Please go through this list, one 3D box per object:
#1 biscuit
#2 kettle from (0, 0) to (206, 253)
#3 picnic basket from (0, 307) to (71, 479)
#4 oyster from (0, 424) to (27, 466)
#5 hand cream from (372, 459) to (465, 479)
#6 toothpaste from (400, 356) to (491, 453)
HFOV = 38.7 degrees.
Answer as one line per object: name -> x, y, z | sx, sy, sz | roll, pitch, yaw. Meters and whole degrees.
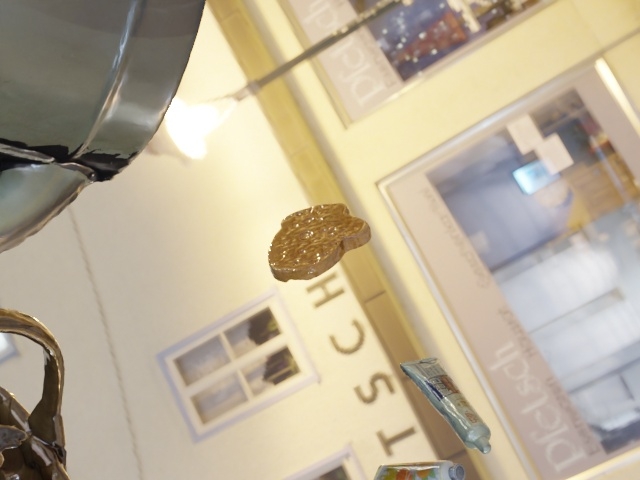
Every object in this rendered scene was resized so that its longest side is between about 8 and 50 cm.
biscuit -> 0.000, 0.001, 1.000 | 0.140, 0.118, 0.023 | -65, -39, -54
kettle -> -0.264, -0.136, 0.528 | 0.324, 0.320, 0.228 | 12, -177, -32
picnic basket -> -0.379, 0.198, 0.889 | 0.293, 0.337, 0.337 | -3, -118, -48
oyster -> -0.402, 0.154, 0.664 | 0.221, 0.096, 0.361 | 35, -132, 16
hand cream -> 0.081, 0.206, 0.793 | 0.022, 0.102, 0.035 | 50, -132, -22
toothpaste -> 0.180, 0.224, 1.265 | 0.233, 0.060, 0.038 | -127, 26, -61
